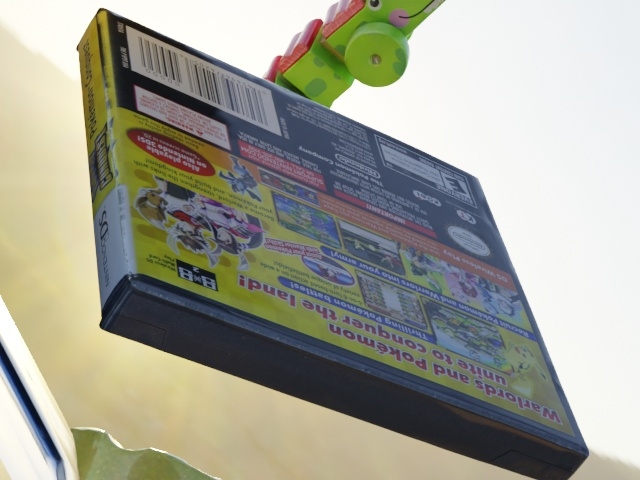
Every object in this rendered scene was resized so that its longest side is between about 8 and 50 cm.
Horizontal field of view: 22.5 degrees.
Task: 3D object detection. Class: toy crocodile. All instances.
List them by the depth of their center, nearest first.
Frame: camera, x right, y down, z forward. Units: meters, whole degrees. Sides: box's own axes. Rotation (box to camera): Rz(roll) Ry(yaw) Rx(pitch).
[{"bbox_3d":[0.009,-0.190,1.691,0.105,0.340,0.115,40,35,-17],"label":"toy crocodile"}]

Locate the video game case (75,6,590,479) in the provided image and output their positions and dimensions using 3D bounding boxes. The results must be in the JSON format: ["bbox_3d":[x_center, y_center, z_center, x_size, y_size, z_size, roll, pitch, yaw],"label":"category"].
[{"bbox_3d":[0.000,0.000,0.875,0.274,0.035,0.248,22,30,-26],"label":"video game case"}]

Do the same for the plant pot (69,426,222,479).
[{"bbox_3d":[-0.177,0.301,1.305,0.276,0.254,0.276,21,-20,8],"label":"plant pot"}]

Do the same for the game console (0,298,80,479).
[{"bbox_3d":[-0.168,-0.002,0.598,0.342,0.060,0.386,60,-4,-14],"label":"game console"}]
